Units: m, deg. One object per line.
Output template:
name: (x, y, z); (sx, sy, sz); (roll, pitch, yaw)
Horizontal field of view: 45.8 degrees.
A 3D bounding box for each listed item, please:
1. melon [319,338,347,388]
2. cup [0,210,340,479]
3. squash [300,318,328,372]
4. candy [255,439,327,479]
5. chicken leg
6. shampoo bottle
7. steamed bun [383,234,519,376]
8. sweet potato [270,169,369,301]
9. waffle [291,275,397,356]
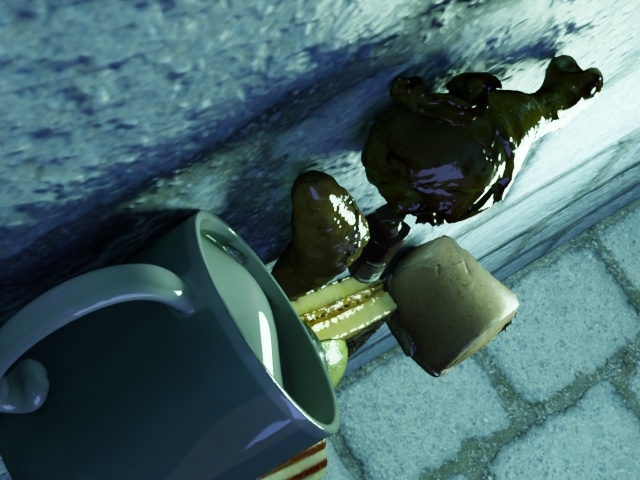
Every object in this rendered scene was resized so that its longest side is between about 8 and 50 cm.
melon: (0.003, 0.227, 1.292); (0.128, 0.079, 0.160); (-20, 157, -31)
cup: (-0.179, 0.133, 0.734); (0.274, 0.259, 0.357); (-34, 151, 7)
squash: (-0.112, 0.203, 1.110); (0.252, 0.165, 0.252); (-3, 126, -4)
candy: (-0.146, 0.379, 1.478); (0.179, 0.135, 0.321); (-17, -159, -36)
chicken leg: (0.192, -0.106, 0.898); (0.361, 0.140, 0.211); (-14, 148, -41)
shampoo bottle: (0.090, 0.000, 1.180); (0.068, 0.067, 0.236); (-37, 167, -22)
steamed bun: (0.226, 0.147, 1.509); (0.199, 0.251, 0.301); (-42, 169, -23)
sweet potato: (0.003, 0.000, 0.952); (0.114, 0.092, 0.341); (-10, 159, -14)
waffle: (-0.055, 0.194, 1.422); (0.376, 0.114, 0.261); (-18, 157, -38)
